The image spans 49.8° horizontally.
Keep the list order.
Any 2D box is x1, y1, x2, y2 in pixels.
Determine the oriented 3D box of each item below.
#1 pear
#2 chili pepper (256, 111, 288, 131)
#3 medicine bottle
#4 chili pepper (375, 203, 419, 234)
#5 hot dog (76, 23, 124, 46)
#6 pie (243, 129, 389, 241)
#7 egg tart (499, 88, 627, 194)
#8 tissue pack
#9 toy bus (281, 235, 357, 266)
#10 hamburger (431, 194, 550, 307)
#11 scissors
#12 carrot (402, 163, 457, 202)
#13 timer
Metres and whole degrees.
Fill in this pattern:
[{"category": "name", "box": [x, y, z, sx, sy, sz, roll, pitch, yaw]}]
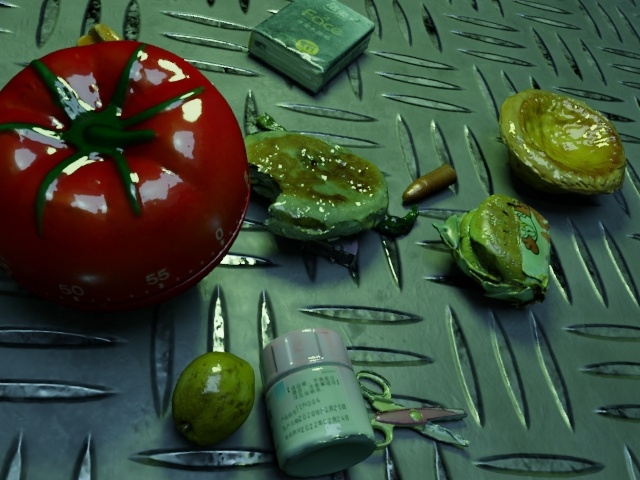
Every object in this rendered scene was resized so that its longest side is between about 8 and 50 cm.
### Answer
[{"category": "pear", "box": [-0.141, 0.205, 0.911, 0.107, 0.107, 0.131, 32, 39, 7]}, {"category": "chili pepper", "box": [-0.089, -0.218, 1.350, 0.091, 0.034, 0.030, 41, 82, 14]}, {"category": "medicine bottle", "box": [-0.008, 0.218, 0.933, 0.135, 0.135, 0.168, 0, 52, -22]}, {"category": "chili pepper", "box": [0.143, -0.036, 1.278, 0.118, 0.035, 0.055, -12, 73, -25]}, {"category": "hot dog", "box": [-0.363, -0.300, 1.277, 0.102, 0.076, 0.249, -41, 68, -2]}, {"category": "pie", "box": [-0.018, -0.102, 1.222, 0.303, 0.066, 0.302, 13, 37, -10]}, {"category": "egg tart", "box": [0.510, -0.193, 1.497, 0.319, 0.128, 0.318, 11, 51, -14]}, {"category": "tissue pack", "box": [-0.017, -0.447, 1.534, 0.185, 0.081, 0.257, 33, 48, 7]}, {"category": "toy bus", "box": [0.000, 0.000, 1.190, 0.131, 0.037, 0.052, 21, 42, -2]}, {"category": "hamburger", "box": [0.313, 0.007, 1.243, 0.235, 0.125, 0.214, 36, 36, -9]}, {"category": "scissors", "box": [0.134, 0.263, 1.028, 0.187, 0.020, 0.133, 14, 43, -9]}, {"category": "carrot", "box": [0.211, -0.109, 1.358, 0.139, 0.048, 0.048, -28, 65, -35]}, {"category": "timer", "box": [-0.288, -0.084, 0.963, 0.378, 0.279, 0.377, 2, 61, -3]}]
